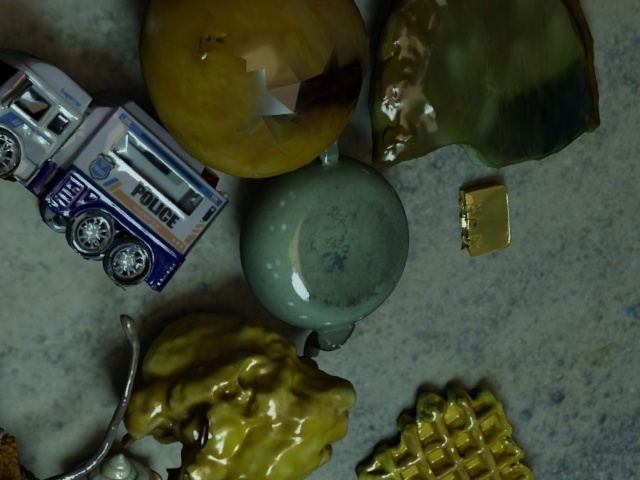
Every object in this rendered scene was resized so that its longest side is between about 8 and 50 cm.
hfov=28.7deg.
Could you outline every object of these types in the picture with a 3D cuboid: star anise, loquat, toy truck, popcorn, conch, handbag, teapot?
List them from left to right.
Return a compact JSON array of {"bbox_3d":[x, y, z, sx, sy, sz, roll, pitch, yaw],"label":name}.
[{"bbox_3d":[-0.264,0.213,1.345,0.227,0.148,0.218,-35,131,-18],"label":"star anise"},{"bbox_3d":[-0.235,-0.081,1.251,0.155,0.124,0.268,-51,122,-7],"label":"toy truck"},{"bbox_3d":[-0.233,0.308,1.415,0.094,0.104,0.176,6,115,12],"label":"conch"},{"bbox_3d":[-0.096,0.174,1.372,0.254,0.191,0.190,-5,97,-12],"label":"popcorn"},{"bbox_3d":[-0.065,-0.179,1.226,0.235,0.235,0.235,-8,112,-21],"label":"loquat"},{"bbox_3d":[0.000,0.000,1.373,0.193,0.129,0.294,-13,103,-28],"label":"teapot"},{"bbox_3d":[0.197,-0.027,1.512,0.061,0.027,0.083,-15,112,-18],"label":"handbag"}]

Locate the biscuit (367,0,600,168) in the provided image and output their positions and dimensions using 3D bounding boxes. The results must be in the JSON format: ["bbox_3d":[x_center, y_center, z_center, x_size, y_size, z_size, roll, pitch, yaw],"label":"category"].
[{"bbox_3d":[0.184,-0.181,1.387,0.335,0.078,0.329,-48,121,-16],"label":"biscuit"}]

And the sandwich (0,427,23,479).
[{"bbox_3d":[-0.339,0.225,1.229,0.109,0.185,0.160,-38,102,-7],"label":"sandwich"}]

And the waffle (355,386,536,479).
[{"bbox_3d":[0.149,0.293,1.594,0.229,0.057,0.219,-30,118,-10],"label":"waffle"}]
